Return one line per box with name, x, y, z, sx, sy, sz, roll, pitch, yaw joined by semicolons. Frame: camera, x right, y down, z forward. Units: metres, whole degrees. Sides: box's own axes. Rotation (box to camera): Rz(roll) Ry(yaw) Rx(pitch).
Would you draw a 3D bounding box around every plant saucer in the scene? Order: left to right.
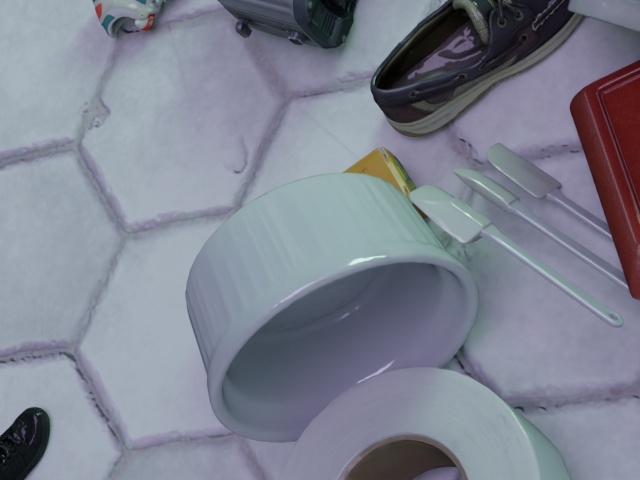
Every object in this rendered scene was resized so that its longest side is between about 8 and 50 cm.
plant saucer;0.371;-0.103;1.166;0.258;0.047;0.259;-25;51;21

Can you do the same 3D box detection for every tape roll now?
tape roll;0.093;0.267;1.167;0.286;0.100;0.286;-16;57;26

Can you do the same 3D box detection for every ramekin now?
ramekin;0.003;0.062;1.218;0.277;0.277;0.135;-36;55;12

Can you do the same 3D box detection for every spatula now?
spatula;0.221;-0.005;1.215;0.242;0.168;0.019;38;130;23

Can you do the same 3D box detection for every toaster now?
toaster;-0.027;-0.332;1.407;0.146;0.129;0.227;14;82;28

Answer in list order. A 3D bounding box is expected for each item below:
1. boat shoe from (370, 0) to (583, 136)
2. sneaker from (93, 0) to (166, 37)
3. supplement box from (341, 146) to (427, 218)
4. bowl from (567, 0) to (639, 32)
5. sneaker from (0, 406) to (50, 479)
boat shoe;0.172;-0.223;1.309;0.285;0.092;0.103;-38;64;10
sneaker;-0.204;-0.299;1.524;0.161;0.057;0.075;-18;87;18
supplement box;0.000;0.000;1.340;0.233;0.080;0.078;-35;67;14
bowl;0.313;-0.275;1.175;0.289;0.289;0.156;23;104;27
sneaker;-0.381;0.266;1.434;0.051;0.089;0.170;30;91;27
